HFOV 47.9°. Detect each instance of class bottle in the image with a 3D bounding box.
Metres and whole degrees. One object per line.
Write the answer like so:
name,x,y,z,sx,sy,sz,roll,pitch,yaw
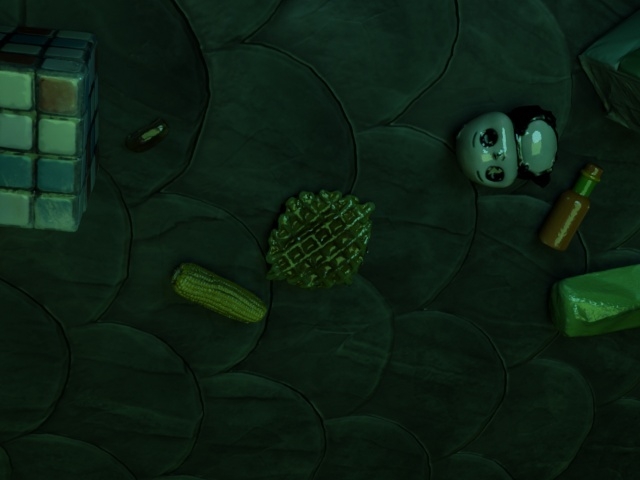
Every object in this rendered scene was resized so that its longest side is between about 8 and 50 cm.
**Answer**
bottle,0.519,-0.071,1.479,0.069,0.069,0.187,18,110,-20

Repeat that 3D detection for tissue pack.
tissue pack,0.683,-0.341,1.260,0.356,0.266,0.194,-36,118,7

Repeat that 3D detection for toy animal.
toy animal,0.347,-0.164,1.357,0.179,0.138,0.166,-10,102,-12

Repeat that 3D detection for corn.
corn,-0.201,0.108,1.427,0.203,0.072,0.072,28,109,-24

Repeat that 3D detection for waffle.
waffle,0.000,0.000,1.418,0.207,0.054,0.214,8,109,-12

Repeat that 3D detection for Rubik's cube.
Rubik's cube,-0.484,-0.183,1.114,0.256,0.253,0.259,3,115,-12

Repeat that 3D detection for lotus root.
lotus root,-0.306,-0.181,1.277,0.083,0.030,0.037,-30,120,6

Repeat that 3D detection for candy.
candy,0.682,0.127,1.589,0.343,0.132,0.142,-9,161,-5
